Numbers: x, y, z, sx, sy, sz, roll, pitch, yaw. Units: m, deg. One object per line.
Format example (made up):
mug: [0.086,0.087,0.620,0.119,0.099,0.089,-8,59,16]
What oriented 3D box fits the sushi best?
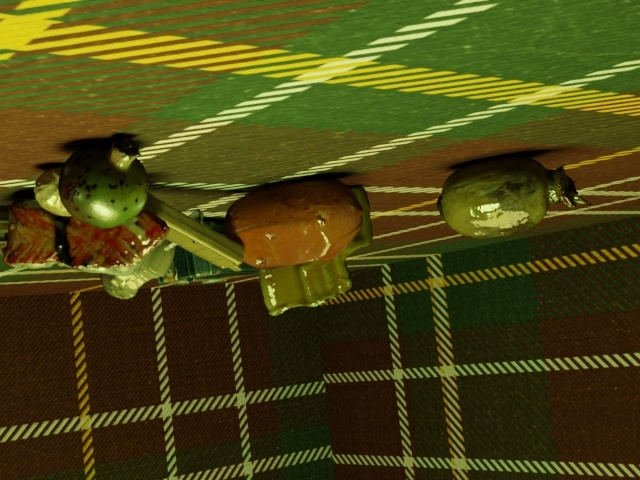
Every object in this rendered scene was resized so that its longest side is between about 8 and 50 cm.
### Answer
sushi: [-0.399,-0.006,1.609,0.332,0.124,0.130,5,-178,13]

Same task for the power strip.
power strip: [-0.253,-0.024,1.711,0.305,0.044,0.064,31,152,-35]

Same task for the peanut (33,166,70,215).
peanut: [-0.367,-0.073,1.472,0.080,0.080,0.174,-8,177,19]

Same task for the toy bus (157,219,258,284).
toy bus: [-0.257,0.029,2.257,0.167,0.138,0.275,-11,174,26]

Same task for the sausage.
sausage: [-0.049,-0.032,1.799,0.268,0.153,0.141,-8,-149,26]

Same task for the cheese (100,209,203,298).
cheese: [-0.355,0.017,2.063,0.286,0.163,0.082,-28,135,31]

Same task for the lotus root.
lotus root: [0.353,-0.088,1.785,0.278,0.154,0.154,-8,174,22]

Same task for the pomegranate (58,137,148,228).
pomegranate: [-0.296,-0.081,1.319,0.130,0.130,0.130,-6,174,-1]

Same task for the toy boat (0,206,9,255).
toy boat: [-0.568,-0.015,1.741,0.226,0.088,0.068,-2,173,-45]

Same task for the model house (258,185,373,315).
model house: [0.003,0.011,1.957,0.239,0.268,0.173,-14,160,25]
